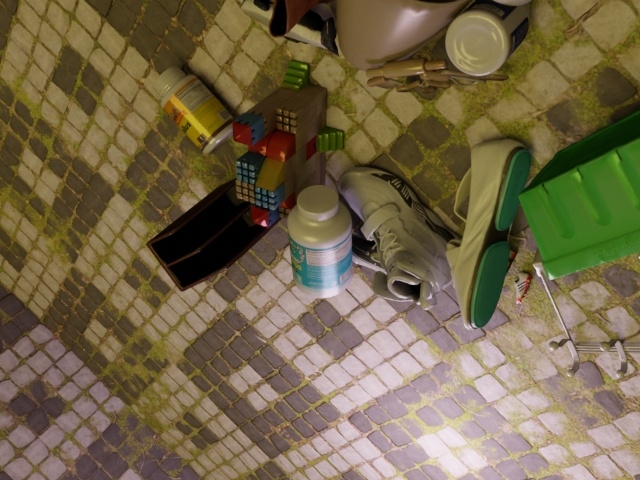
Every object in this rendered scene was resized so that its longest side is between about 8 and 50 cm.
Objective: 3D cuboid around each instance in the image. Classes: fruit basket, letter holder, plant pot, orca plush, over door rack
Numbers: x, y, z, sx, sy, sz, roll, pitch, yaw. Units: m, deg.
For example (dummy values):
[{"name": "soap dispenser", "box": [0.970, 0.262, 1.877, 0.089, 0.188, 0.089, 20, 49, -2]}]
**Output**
[{"name": "fruit basket", "box": [0.592, -0.036, 1.244, 0.392, 0.283, 0.392, 31, 145, 25]}, {"name": "letter holder", "box": [-0.246, -0.037, 1.811, 0.214, 0.302, 0.152, -22, 107, 43]}, {"name": "plant pot", "box": [0.132, -0.441, 1.316, 0.256, 0.256, 0.274, 39, 153, 4]}, {"name": "orca plush", "box": [-0.048, -0.479, 1.478, 0.151, 0.102, 0.287, 30, -177, -39]}, {"name": "over door rack", "box": [0.596, 0.160, 1.507, 0.239, 0.108, 0.324, -6, 117, 37]}]

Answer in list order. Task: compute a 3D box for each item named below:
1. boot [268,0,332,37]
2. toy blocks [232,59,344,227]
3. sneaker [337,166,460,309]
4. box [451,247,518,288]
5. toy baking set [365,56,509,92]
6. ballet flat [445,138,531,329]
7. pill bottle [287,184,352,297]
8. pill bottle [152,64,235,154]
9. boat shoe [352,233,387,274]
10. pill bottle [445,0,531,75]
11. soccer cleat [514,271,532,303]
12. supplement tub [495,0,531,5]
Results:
[{"name": "boot", "box": [-0.022, -0.537, 1.296, 0.096, 0.280, 0.264, 25, 133, 18]}, {"name": "toy blocks", "box": [-0.091, -0.176, 1.629, 0.190, 0.261, 0.382, 19, 131, 23]}, {"name": "sneaker", "box": [0.159, -0.005, 1.615, 0.365, 0.210, 0.137, 41, 135, 3]}, {"name": "box", "box": [0.362, 0.064, 1.583, 0.093, 0.137, 0.027, 28, 167, 14]}, {"name": "toy baking set", "box": [0.216, -0.318, 1.374, 0.256, 0.196, 0.030, 1, 91, 38]}, {"name": "ballet flat", "box": [0.332, -0.018, 1.498, 0.139, 0.139, 0.401, 16, 106, 25]}, {"name": "pill bottle", "box": [0.000, 0.000, 1.646, 0.146, 0.146, 0.264, 21, 140, 22]}, {"name": "pill bottle", "box": [-0.312, -0.325, 1.774, 0.215, 0.117, 0.117, 48, 135, -4]}, {"name": "boat shoe", "box": [0.147, 0.032, 1.754, 0.219, 0.078, 0.070, 29, 135, 4]}, {"name": "pill bottle", "box": [0.302, -0.372, 1.258, 0.111, 0.187, 0.112, 18, 130, 23]}, {"name": "soccer cleat", "box": [0.453, 0.107, 1.625, 0.035, 0.029, 0.083, 29, 131, 27]}, {"name": "supplement tub", "box": [0.343, -0.540, 1.076, 0.228, 0.228, 0.316, 46, 136, -2]}]
